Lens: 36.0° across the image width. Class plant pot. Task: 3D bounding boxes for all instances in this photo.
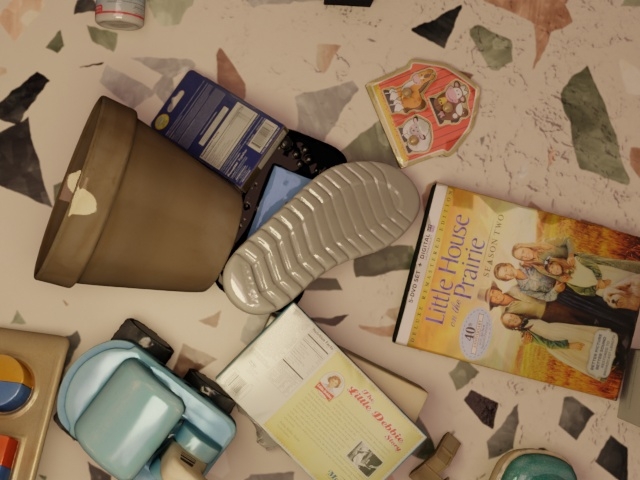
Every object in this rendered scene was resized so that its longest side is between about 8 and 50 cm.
[{"bbox_3d":[-0.296,-0.041,1.662,0.280,0.323,0.323,22,87,-19],"label":"plant pot"}]

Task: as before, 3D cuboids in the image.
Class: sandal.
[{"bbox_3d":[-0.008,-0.014,1.716,0.416,0.102,0.169,-30,88,-27],"label":"sandal"}]

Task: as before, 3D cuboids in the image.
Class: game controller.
[{"bbox_3d":[-0.069,-0.036,1.770,0.166,0.067,0.319,21,88,-2],"label":"game controller"}]

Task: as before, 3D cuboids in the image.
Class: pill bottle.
[{"bbox_3d":[-0.355,-0.462,1.757,0.087,0.087,0.160,3,88,-3],"label":"pill bottle"}]

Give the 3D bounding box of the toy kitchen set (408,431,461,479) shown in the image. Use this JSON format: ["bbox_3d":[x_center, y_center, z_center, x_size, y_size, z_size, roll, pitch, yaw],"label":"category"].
[{"bbox_3d":[0.221,0.412,1.789,0.068,0.075,0.083,43,127,2],"label":"toy kitchen set"}]

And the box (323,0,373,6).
[{"bbox_3d":[0.056,-0.511,1.743,0.093,0.158,0.156,1,88,-4],"label":"box"}]

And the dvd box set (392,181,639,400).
[{"bbox_3d":[0.369,0.092,1.790,0.420,0.062,0.307,16,87,-3],"label":"dvd box set"}]

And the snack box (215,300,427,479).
[{"bbox_3d":[0.001,0.280,1.655,0.187,0.060,0.322,-44,91,-2],"label":"snack box"}]

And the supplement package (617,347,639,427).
[{"bbox_3d":[0.631,0.273,1.707,0.134,0.244,0.139,11,87,-3],"label":"supplement package"}]

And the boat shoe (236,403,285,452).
[{"bbox_3d":[-0.081,0.349,1.764,0.184,0.066,0.063,35,86,-11],"label":"boat shoe"}]

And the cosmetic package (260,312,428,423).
[{"bbox_3d":[0.015,0.265,1.743,0.309,0.113,0.160,25,88,-3],"label":"cosmetic package"}]

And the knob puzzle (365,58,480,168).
[{"bbox_3d":[0.204,-0.246,1.808,0.213,0.030,0.213,0,88,-3],"label":"knob puzzle"}]

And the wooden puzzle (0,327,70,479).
[{"bbox_3d":[-0.616,0.294,1.642,0.322,0.080,0.348,7,65,8],"label":"wooden puzzle"}]

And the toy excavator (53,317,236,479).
[{"bbox_3d":[-0.240,0.338,1.560,0.433,0.445,0.222,38,87,-1],"label":"toy excavator"}]

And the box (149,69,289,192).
[{"bbox_3d":[-0.183,-0.199,1.759,0.225,0.036,0.136,34,87,20],"label":"box"}]

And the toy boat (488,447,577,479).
[{"bbox_3d":[0.313,0.493,1.703,0.318,0.148,0.267,9,89,-21],"label":"toy boat"}]
